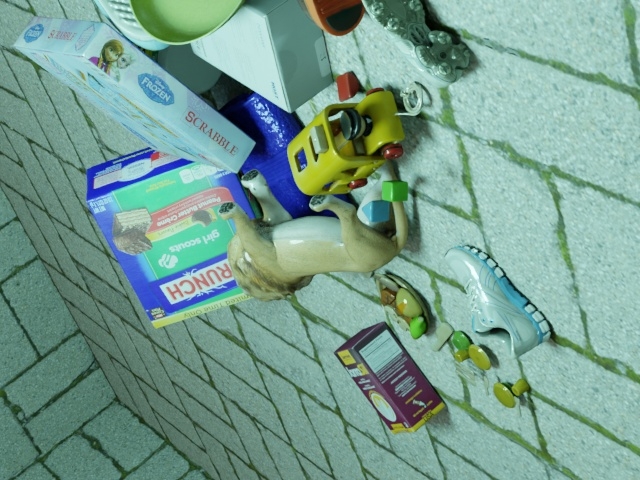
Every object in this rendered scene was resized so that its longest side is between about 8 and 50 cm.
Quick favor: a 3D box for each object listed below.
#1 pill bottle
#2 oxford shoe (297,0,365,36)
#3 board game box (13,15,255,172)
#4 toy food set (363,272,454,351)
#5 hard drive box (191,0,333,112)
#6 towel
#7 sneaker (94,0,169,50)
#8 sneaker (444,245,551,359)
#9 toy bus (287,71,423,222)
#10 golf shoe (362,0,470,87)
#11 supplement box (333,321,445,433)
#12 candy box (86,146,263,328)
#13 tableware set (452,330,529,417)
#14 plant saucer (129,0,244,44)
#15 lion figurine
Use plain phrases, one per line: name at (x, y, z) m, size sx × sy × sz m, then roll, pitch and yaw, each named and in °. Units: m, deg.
pill bottle at (-0.257, -0.306, 2.182) m, size 0.208 × 0.118 × 0.117 m, roll 20°, pitch 142°, yaw 55°
oxford shoe at (-0.031, -0.382, 1.649) m, size 0.098 × 0.097 × 0.271 m, roll 37°, pitch 154°, yaw 48°
board game box at (-0.302, -0.237, 2.107) m, size 0.319 × 0.066 × 0.318 m, roll 38°, pitch 169°, yaw -32°
toy food set at (0.129, 0.108, 2.159) m, size 0.192 × 0.038 × 0.132 m, roll 47°, pitch 158°, yaw 13°
hard drive box at (-0.103, -0.316, 1.895) m, size 0.232 × 0.089 × 0.181 m, roll 36°, pitch 154°, yaw 36°
towel at (-0.061, -0.103, 2.162) m, size 0.308 × 0.076 × 0.228 m, roll 55°, pitch 159°, yaw -8°
sneaker at (-0.326, -0.436, 1.965) m, size 0.150 × 0.135 × 0.365 m, roll 98°, pitch 147°, yaw -79°
sneaker at (0.235, 0.089, 1.862) m, size 0.190 × 0.083 × 0.071 m, roll 47°, pitch 159°, yaw 17°
toy bus at (0.034, -0.137, 1.792) m, size 0.191 × 0.104 × 0.202 m, roll 36°, pitch 124°, yaw 51°
golf shoe at (0.103, -0.255, 1.615) m, size 0.176 × 0.069 × 0.086 m, roll 52°, pitch 164°, yaw 4°
supplement box at (0.121, 0.246, 2.333) m, size 0.188 × 0.081 × 0.104 m, roll 54°, pitch 159°, yaw -3°
candy box at (-0.241, -0.020, 2.384) m, size 0.122 × 0.268 × 0.317 m, roll -100°, pitch -10°, yaw -54°
tableware set at (0.266, 0.204, 2.062) m, size 0.154 × 0.024 × 0.104 m, roll 34°, pitch 149°, yaw 41°
plant saucer at (-0.168, -0.383, 1.811) m, size 0.241 × 0.241 × 0.037 m, roll 36°, pitch -167°, yaw 36°
lion figurine at (0.000, 0.000, 2.017) m, size 0.392 × 0.142 × 0.240 m, roll 0°, pitch 135°, yaw 35°
